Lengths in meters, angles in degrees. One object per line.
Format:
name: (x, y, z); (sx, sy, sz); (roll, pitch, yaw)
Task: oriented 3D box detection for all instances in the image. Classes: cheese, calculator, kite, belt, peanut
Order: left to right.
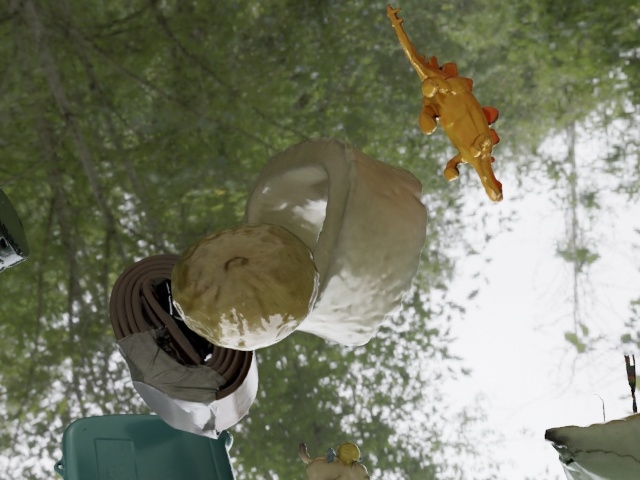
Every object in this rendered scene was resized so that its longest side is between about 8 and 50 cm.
calculator: (-0.318, 0.440, 1.596); (0.386, 0.054, 0.256); (10, -143, -31)
belt: (-0.230, 0.169, 1.403); (0.217, 0.122, 0.338); (-24, -130, -20)
peanut: (-0.071, 0.041, 0.798); (0.141, 0.109, 0.159); (-21, -164, -2)
cheese: (-0.003, 0.002, 1.268); (0.153, 0.292, 0.332); (20, 171, -29)
kite: (0.611, 0.344, 1.613); (0.198, 0.244, 0.006); (-9, 170, -1)

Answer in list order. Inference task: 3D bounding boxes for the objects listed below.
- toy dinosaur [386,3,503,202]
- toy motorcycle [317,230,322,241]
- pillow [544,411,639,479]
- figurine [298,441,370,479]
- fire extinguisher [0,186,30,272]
toy dinosaur: (0.170, -0.179, 1.075); (0.070, 0.288, 0.117); (-27, -174, 38)
toy motorcycle: (-0.026, 0.091, 1.638); (0.229, 0.151, 0.074); (-41, 159, 15)
pillow: (0.409, 0.273, 0.830); (0.313, 0.310, 0.119); (-17, -155, 7)
figurine: (0.016, 0.263, 0.979); (0.083, 0.050, 0.047); (-3, 173, 0)
fire extinguisher: (-0.457, 0.042, 0.830); (0.311, 0.095, 0.114); (-26, 170, -7)
